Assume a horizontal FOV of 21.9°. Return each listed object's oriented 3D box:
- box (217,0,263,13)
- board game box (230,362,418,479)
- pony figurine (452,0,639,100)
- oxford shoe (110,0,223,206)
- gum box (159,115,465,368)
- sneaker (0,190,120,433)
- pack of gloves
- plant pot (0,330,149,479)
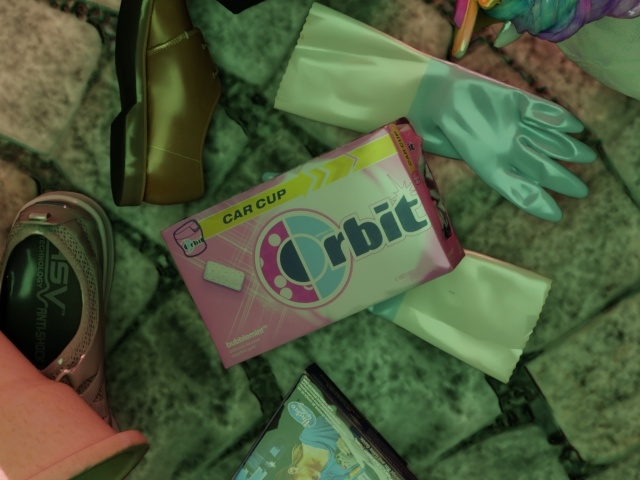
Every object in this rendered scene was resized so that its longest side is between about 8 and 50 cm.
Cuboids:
[{"bbox_3d":[-0.028,-0.238,1.086,0.153,0.207,0.108,-24,88,5],"label":"box"},{"bbox_3d":[-0.013,0.223,1.167,0.194,0.060,0.194,-42,87,6],"label":"board game box"},{"bbox_3d":[0.200,-0.242,1.022,0.350,0.303,0.364,10,62,-21],"label":"pony figurine"},{"bbox_3d":[-0.106,-0.130,1.174,0.076,0.076,0.212,1,96,-17],"label":"oxford shoe"},{"bbox_3d":[0.000,0.000,1.138,0.188,0.062,0.107,-24,94,16],"label":"gum box"},{"bbox_3d":[-0.201,0.106,1.155,0.105,0.115,0.281,-2,91,6],"label":"sneaker"},{"bbox_3d":[0.068,-0.036,1.173,0.232,0.046,0.195,24,105,8],"label":"pack of gloves"},{"bbox_3d":[-0.324,0.098,0.993,0.333,0.334,0.305,-37,82,5],"label":"plant pot"}]
